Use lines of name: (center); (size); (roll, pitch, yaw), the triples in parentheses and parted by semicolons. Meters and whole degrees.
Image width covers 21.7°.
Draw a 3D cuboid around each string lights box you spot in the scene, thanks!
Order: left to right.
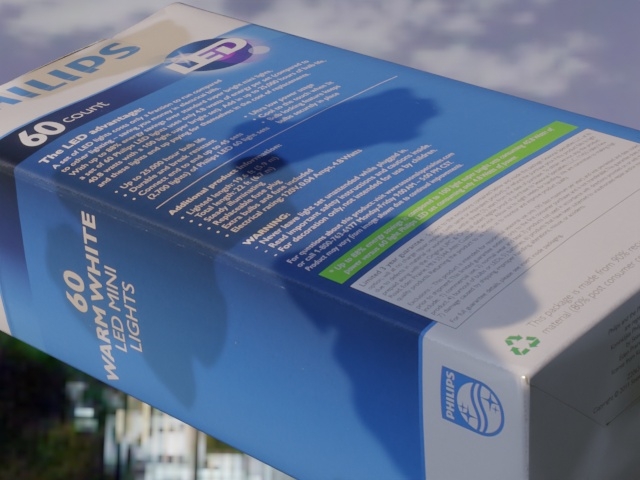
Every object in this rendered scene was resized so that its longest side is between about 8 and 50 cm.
string lights box: (0.000, 0.000, 0.538); (0.259, 0.077, 0.133); (21, 38, 38)
